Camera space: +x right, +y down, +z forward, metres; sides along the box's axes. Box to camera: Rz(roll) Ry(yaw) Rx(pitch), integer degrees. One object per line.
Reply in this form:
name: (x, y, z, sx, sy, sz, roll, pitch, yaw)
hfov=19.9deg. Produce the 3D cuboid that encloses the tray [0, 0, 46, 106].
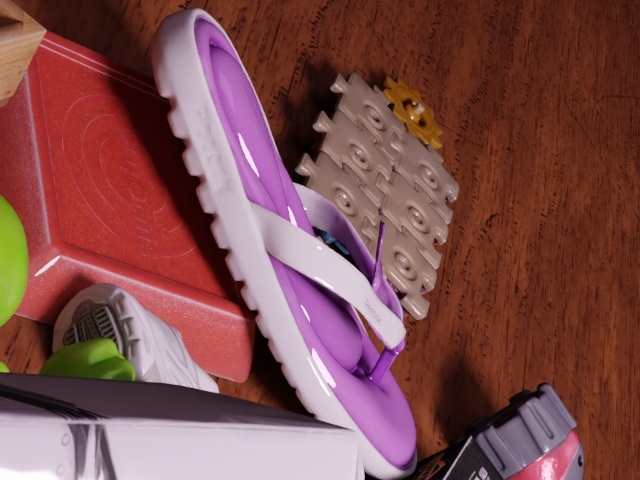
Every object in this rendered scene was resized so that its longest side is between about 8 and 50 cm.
tray: (-0.362, -0.122, 1.058, 0.203, 0.076, 0.411, 40, 29, 12)

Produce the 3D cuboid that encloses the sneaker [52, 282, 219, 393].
sneaker: (-0.099, 0.140, 1.242, 0.115, 0.090, 0.232, 19, 49, -54)

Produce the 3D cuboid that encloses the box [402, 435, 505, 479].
box: (0.114, 0.331, 1.380, 0.257, 0.079, 0.322, 55, 31, -7)

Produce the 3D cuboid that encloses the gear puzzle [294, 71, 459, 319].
gear puzzle: (0.052, -0.064, 1.694, 0.175, 0.044, 0.339, 46, 30, -16)

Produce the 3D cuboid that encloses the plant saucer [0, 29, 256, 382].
plant saucer: (-0.149, -0.041, 1.372, 0.259, 0.047, 0.258, 23, 45, -45)

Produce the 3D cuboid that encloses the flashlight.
flashlight: (0.237, 0.274, 1.585, 0.304, 0.103, 0.103, 56, 28, -1)

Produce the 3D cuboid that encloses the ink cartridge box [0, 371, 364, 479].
ink cartridge box: (-0.190, 0.203, 0.803, 0.395, 0.166, 0.286, 8, 91, -42)

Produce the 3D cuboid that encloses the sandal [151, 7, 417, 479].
sandal: (-0.002, 0.006, 1.408, 0.416, 0.102, 0.169, 62, 18, -17)

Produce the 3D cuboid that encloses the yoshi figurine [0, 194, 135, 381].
yoshi figurine: (-0.185, 0.098, 1.075, 0.362, 0.203, 0.203, 52, 15, -4)
